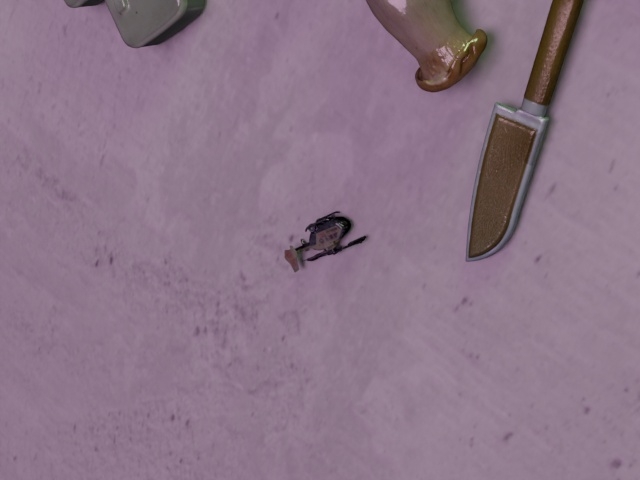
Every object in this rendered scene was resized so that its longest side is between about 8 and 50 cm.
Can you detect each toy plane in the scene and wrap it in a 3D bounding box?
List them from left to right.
[{"bbox_3d":[0.000,0.000,1.297,0.120,0.031,0.049,-23,97,36],"label":"toy plane"}]

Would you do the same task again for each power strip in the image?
[{"bbox_3d":[-0.269,-0.371,1.376,0.193,0.059,0.265,-26,87,38],"label":"power strip"}]

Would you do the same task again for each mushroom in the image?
[{"bbox_3d":[0.097,-0.260,1.117,0.097,0.088,0.212,-29,90,6],"label":"mushroom"}]

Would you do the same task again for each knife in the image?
[{"bbox_3d":[0.206,-0.122,1.109,0.061,0.027,0.343,26,120,27],"label":"knife"}]
